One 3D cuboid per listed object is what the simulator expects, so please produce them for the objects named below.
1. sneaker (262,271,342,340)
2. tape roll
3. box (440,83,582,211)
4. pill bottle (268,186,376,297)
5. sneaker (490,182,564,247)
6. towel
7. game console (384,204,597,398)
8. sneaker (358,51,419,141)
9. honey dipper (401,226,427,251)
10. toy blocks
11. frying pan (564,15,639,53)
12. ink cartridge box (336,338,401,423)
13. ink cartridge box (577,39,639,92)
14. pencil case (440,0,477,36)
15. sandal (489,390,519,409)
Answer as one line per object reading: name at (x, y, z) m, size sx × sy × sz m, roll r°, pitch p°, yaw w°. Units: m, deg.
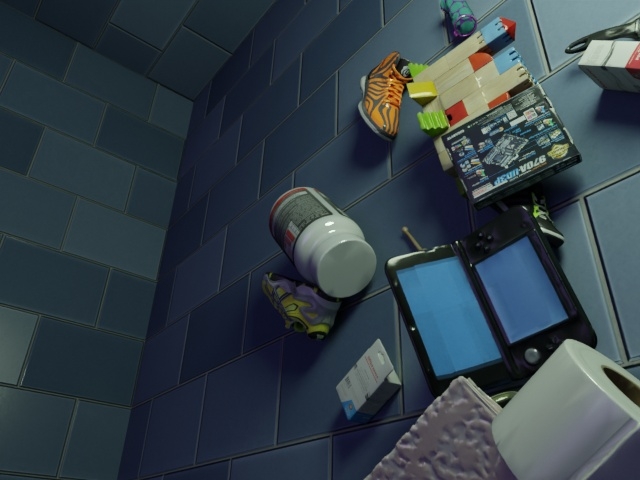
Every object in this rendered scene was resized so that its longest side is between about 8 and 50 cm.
sneaker at (-0.085, 0.188, 1.628) m, size 0.385 × 0.145 × 0.147 m, roll 10°, pitch 83°, yaw 62°
tape roll at (0.388, 0.279, 0.755) m, size 0.169 × 0.246 × 0.246 m, roll -55°, pitch 33°, yaw 16°
box at (0.376, -0.185, 1.099) m, size 0.220 × 0.051 × 0.175 m, roll -28°, pitch 64°, yaw 20°
pill bottle at (0.000, 0.000, 1.553) m, size 0.210 × 0.210 × 0.363 m, roll -60°, pitch 32°, yaw 11°
sneaker at (0.413, -0.075, 1.100) m, size 0.097 × 0.084 × 0.234 m, roll -55°, pitch 33°, yaw 16°
towel at (0.253, 0.445, 0.912) m, size 0.317 × 0.053 × 0.331 m, roll 46°, pitch 113°, yaw 25°
game console at (0.296, 0.110, 0.995) m, size 0.250 × 0.173 × 0.293 m, roll -40°, pitch 60°, yaw 41°
sneaker at (0.208, -0.446, 1.614) m, size 0.180 × 0.125 × 0.321 m, roll -42°, pitch 39°, yaw 36°
honey dipper at (0.239, 0.009, 1.365) m, size 0.030 × 0.031 × 0.160 m, roll -55°, pitch 29°, yaw 19°
toy blocks at (0.376, -0.321, 1.253) m, size 0.261 × 0.191 × 0.381 m, roll -30°, pitch 57°, yaw 32°
frying pan at (0.631, -0.391, 1.010) m, size 0.326 × 0.053 × 0.197 m, roll -38°, pitch 42°, yaw 41°
ink cartridge box at (0.122, 0.333, 1.294) m, size 0.180 × 0.060 × 0.104 m, roll -53°, pitch 33°, yaw 21°
ink cartridge box at (0.568, -0.321, 1.012) m, size 0.056 × 0.099 × 0.135 m, roll -63°, pitch 32°, yaw 7°
pencil case at (0.383, -0.632, 1.528) m, size 0.070 × 0.064 × 0.151 m, roll -30°, pitch 44°, yaw 22°
sandal at (0.260, 0.358, 1.027) m, size 0.303 × 0.120 × 0.086 m, roll -46°, pitch 23°, yaw 31°
